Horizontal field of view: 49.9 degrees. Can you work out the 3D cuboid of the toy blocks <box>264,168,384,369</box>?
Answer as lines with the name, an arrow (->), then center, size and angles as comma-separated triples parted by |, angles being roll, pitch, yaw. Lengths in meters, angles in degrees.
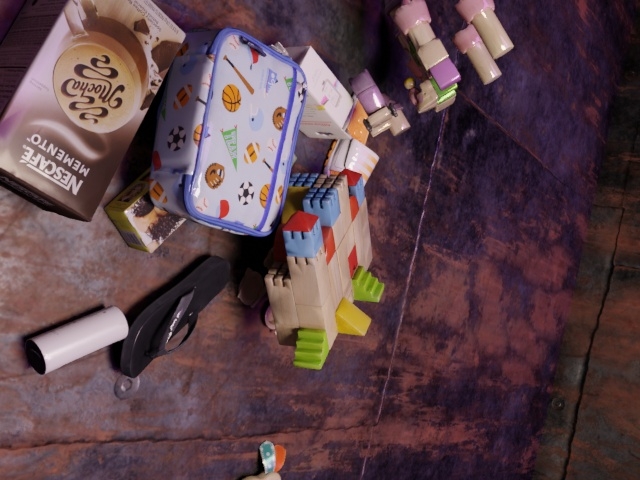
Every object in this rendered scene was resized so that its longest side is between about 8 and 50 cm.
toy blocks -> 0.000, 0.000, 1.228 | 0.381, 0.190, 0.261 | -59, 147, -52

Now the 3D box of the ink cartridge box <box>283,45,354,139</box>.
ink cartridge box -> -0.021, -0.263, 1.245 | 0.198, 0.115, 0.067 | 42, 66, -48

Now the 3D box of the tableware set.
tableware set -> -0.088, 0.088, 1.321 | 0.141, 0.020, 0.169 | -59, 137, -23

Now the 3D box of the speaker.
speaker -> -0.349, 0.141, 0.988 | 0.136, 0.055, 0.055 | -24, 116, -46

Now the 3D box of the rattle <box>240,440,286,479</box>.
rattle -> -0.095, 0.498, 1.320 | 0.200, 0.142, 0.130 | -47, 113, -25

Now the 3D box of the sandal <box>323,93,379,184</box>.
sandal -> 0.081, -0.197, 1.415 | 0.102, 0.076, 0.265 | 24, 80, -50

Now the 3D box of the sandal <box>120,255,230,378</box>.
sandal -> -0.225, 0.119, 1.110 | 0.254, 0.054, 0.097 | -49, 154, -32

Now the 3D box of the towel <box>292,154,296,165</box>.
towel -> -0.108, -0.158, 1.243 | 0.113, 0.023, 0.152 | -57, 138, -21

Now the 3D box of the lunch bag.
lunch bag -> -0.127, -0.165, 1.054 | 0.243, 0.115, 0.303 | 18, 84, -53

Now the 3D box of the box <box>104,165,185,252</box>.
box -> -0.224, -0.089, 1.084 | 0.232, 0.058, 0.087 | -51, 133, -31

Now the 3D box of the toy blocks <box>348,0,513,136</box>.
toy blocks -> 0.174, -0.386, 1.341 | 0.260, 0.309, 0.288 | 61, 8, 3

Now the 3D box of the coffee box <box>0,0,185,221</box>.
coffee box -> -0.324, -0.196, 0.890 | 0.168, 0.119, 0.297 | 39, 68, -48
